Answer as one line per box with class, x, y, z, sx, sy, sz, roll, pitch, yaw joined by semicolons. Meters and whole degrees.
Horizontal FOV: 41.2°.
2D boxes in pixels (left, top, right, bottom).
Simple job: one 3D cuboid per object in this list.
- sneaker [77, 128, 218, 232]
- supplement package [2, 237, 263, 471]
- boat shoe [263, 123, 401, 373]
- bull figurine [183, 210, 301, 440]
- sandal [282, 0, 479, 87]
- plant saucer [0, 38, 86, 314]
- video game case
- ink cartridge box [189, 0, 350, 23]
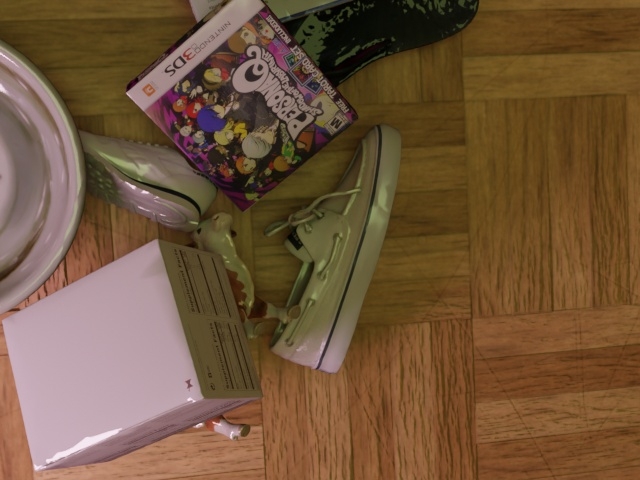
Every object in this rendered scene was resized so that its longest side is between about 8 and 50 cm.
sneaker;-0.257;-0.099;1.183;0.235;0.090;0.095;27;59;-3
supplement package;-0.240;0.148;1.081;0.262;0.145;0.204;-26;72;19
boat shoe;-0.001;0.000;1.214;0.156;0.136;0.367;16;101;-8
bull figurine;-0.143;0.120;1.181;0.101;0.188;0.310;10;103;-50
sandal;0.023;-0.296;1.197;0.445;0.107;0.167;-28;98;-7
plant saucer;-0.507;-0.086;1.116;0.400;0.100;0.400;-1;97;-8
video game case;-0.100;-0.183;1.125;0.210;0.042;0.232;-38;116;10
ink cartridge box;-0.061;-0.454;1.166;0.324;0.071;0.330;-19;88;-8
